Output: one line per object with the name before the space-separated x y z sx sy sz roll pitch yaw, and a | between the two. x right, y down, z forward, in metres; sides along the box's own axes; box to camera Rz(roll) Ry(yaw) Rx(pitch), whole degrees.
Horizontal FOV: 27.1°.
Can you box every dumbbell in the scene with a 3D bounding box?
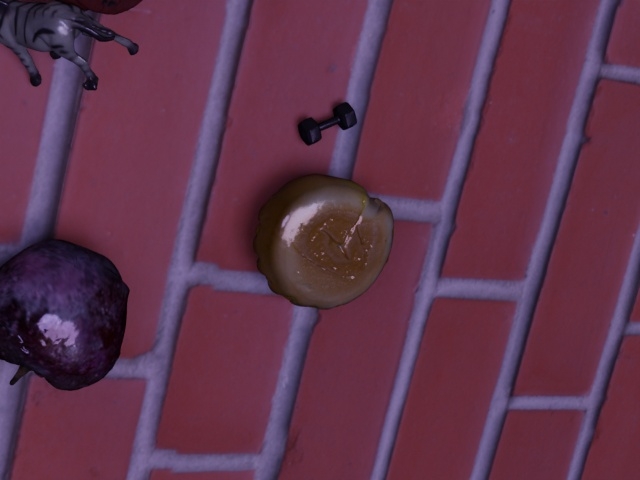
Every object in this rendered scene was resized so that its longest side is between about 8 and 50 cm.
dumbbell | 0.010 -0.164 1.871 0.083 0.036 0.040 -25 120 -20

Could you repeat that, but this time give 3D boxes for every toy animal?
toy animal | -0.346 -0.254 1.581 0.176 0.217 0.073 47 54 -53

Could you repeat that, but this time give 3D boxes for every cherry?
cherry | -0.337 0.090 1.689 0.195 0.195 0.195 -10 112 -26

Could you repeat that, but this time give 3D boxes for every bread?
bread | 0.000 0.000 1.884 0.213 0.105 0.213 -13 116 -27

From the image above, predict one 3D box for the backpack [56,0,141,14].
backpack | -0.267 -0.377 1.587 0.229 0.139 0.229 -20 118 -43
